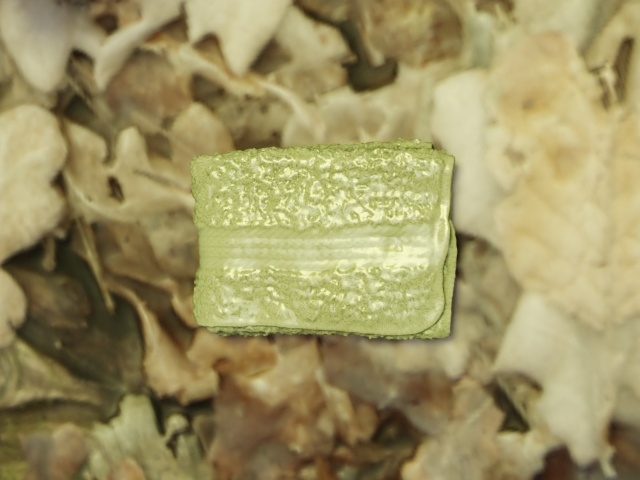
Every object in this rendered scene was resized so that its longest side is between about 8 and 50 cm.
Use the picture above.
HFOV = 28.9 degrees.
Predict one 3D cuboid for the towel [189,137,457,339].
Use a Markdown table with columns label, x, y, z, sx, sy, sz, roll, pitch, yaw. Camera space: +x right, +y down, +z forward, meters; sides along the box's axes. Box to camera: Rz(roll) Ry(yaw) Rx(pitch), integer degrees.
| label | x | y | z | sx | sy | sz | roll | pitch | yaw |
| --- | --- | --- | --- | --- | --- | --- | --- | --- | --- |
| towel | 0.000 | 0.000 | 0.672 | 0.148 | 0.027 | 0.110 | 0 | 95 | 14 |
